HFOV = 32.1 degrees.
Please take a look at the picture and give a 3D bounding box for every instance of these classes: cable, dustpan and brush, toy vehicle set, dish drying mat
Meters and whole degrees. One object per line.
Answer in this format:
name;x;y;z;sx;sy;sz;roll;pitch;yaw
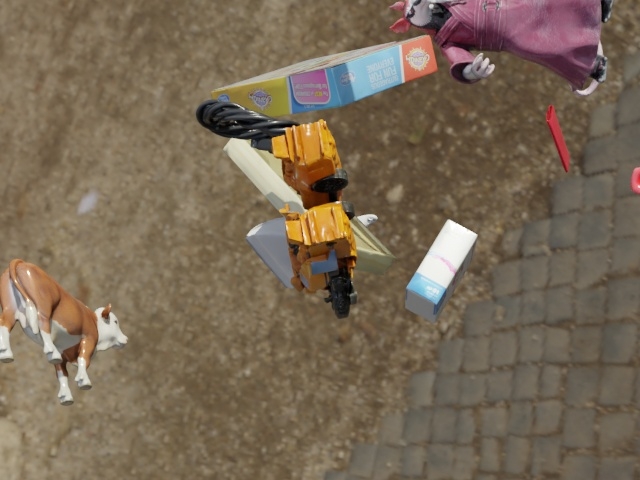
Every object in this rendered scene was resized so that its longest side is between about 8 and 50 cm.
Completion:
cable;-0.076;-0.154;1.476;0.184;0.150;0.047;11;82;49
dustpan and brush;0.000;0.000;1.862;0.211;0.147;0.060;-13;41;33
toy vehicle set;-0.016;-0.055;1.676;0.035;0.166;0.267;-51;59;15
dish drying mat;0.287;-0.122;1.344;0.008;0.083;0.032;-9;43;24

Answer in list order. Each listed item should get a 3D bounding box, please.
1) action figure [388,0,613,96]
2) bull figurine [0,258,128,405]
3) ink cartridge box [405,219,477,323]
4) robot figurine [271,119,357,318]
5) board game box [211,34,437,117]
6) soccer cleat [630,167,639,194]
action figure;0.299;-0.379;1.864;0.370;0.276;0.248;6;91;13
bull figurine;-0.428;0.152;1.835;0.101;0.310;0.188;-20;55;16
ink cartridge box;0.172;0.044;1.577;0.052;0.088;0.122;27;72;14
robot figurine;-0.005;-0.022;1.346;0.291;0.085;0.211;87;174;-72
board game box;0.003;-0.273;1.901;0.316;0.242;0.064;-1;108;49
soccer cleat;0.384;-0.077;1.141;0.095;0.248;0.083;1;83;7
